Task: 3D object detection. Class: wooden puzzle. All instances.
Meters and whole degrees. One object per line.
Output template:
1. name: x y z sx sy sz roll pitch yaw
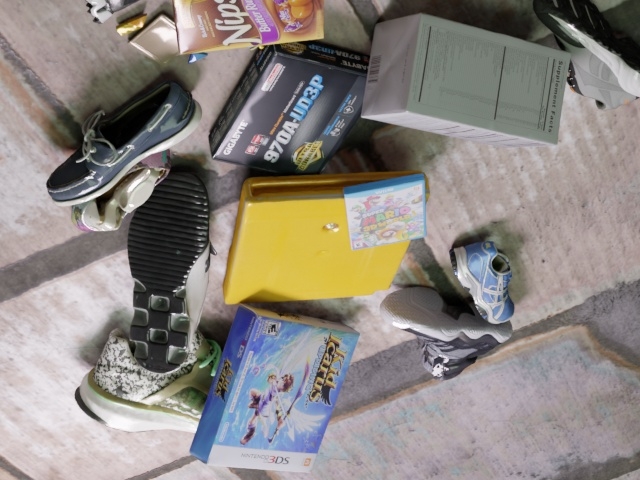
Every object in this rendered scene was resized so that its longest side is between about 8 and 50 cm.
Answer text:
1. wooden puzzle: -0.212 -0.270 1.767 0.078 0.014 0.116 -27 138 22

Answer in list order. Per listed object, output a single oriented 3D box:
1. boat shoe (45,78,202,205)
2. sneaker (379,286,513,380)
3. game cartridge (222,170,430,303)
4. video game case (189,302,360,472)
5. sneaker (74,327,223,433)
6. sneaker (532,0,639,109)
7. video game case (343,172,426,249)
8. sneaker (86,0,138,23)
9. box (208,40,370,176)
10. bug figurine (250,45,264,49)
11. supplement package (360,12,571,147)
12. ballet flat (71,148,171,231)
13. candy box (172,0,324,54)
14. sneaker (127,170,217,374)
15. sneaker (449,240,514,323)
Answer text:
1. boat shoe: -0.287 -0.137 1.837 0.254 0.095 0.079 -28 140 15
2. sneaker: 0.200 0.173 2.326 0.268 0.101 0.153 10 132 -29
3. game cartridge: 0.000 0.000 2.078 0.285 0.052 0.323 -3 151 -13
4. video game case: -0.074 0.257 2.242 0.244 0.061 0.269 13 98 -44
5. sneaker: -0.206 0.232 2.271 0.410 0.158 0.182 4 121 -27
6. sneaker: 0.378 -0.262 1.875 0.108 0.100 0.271 -31 138 27
7. video game case: 0.098 -0.041 1.970 0.119 0.015 0.166 -10 150 0
8. sneaker: -0.265 -0.367 1.593 0.106 0.078 0.234 -18 144 1
9. box: -0.037 -0.188 1.879 0.175 0.051 0.220 11 135 -28
10. bug figurine: -0.060 -0.354 1.663 0.279 0.072 0.216 -31 137 21
11. supplement package: 0.200 -0.213 1.812 0.244 0.139 0.134 10 178 -25
12. ballet flat: -0.295 -0.065 1.932 0.077 0.079 0.221 23 128 -37
13. candy box: -0.089 -0.293 1.631 0.187 0.053 0.109 -7 146 -5
14. sneaker: -0.228 0.031 2.052 0.122 0.146 0.330 14 115 6
15. sneaker: 0.295 0.074 2.256 0.081 0.080 0.211 -23 141 16
